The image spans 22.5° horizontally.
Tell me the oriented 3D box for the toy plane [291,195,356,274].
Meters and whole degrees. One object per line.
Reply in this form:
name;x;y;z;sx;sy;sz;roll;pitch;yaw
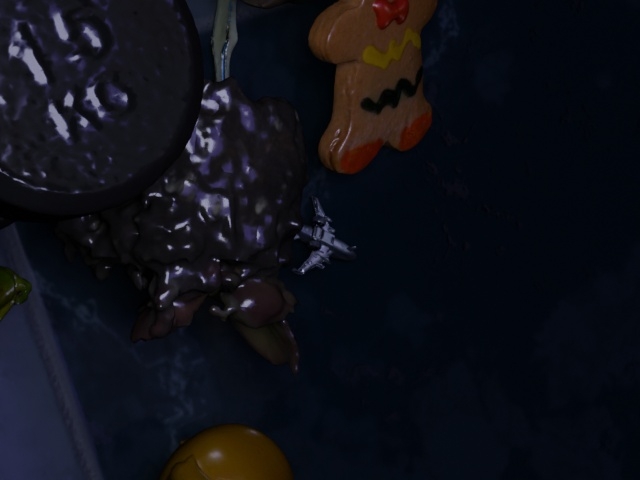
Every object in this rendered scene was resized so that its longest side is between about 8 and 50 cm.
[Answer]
toy plane;0.000;0.000;1.458;0.083;0.031;0.078;24;63;-24

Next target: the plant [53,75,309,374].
plant;-0.111;-0.020;1.315;0.204;0.178;0.234;7;94;-41

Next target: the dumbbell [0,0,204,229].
dumbbell;-0.237;-0.106;1.160;0.203;0.322;0.204;2;86;-29

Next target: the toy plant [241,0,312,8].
toy plant;-0.023;-0.276;1.405;0.200;0.105;0.143;-57;136;-53

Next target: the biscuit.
biscuit;0.054;-0.181;1.421;0.165;0.036;0.250;-29;129;-43

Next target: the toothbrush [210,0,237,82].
toothbrush;-0.082;-0.207;1.425;0.028;0.026;0.294;2;86;-48

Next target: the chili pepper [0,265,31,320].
chili pepper;-0.292;0.112;1.260;0.073;0.072;0.204;24;79;-17

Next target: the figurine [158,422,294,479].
figurine;-0.035;0.267;1.332;0.228;0.215;0.215;16;76;15
